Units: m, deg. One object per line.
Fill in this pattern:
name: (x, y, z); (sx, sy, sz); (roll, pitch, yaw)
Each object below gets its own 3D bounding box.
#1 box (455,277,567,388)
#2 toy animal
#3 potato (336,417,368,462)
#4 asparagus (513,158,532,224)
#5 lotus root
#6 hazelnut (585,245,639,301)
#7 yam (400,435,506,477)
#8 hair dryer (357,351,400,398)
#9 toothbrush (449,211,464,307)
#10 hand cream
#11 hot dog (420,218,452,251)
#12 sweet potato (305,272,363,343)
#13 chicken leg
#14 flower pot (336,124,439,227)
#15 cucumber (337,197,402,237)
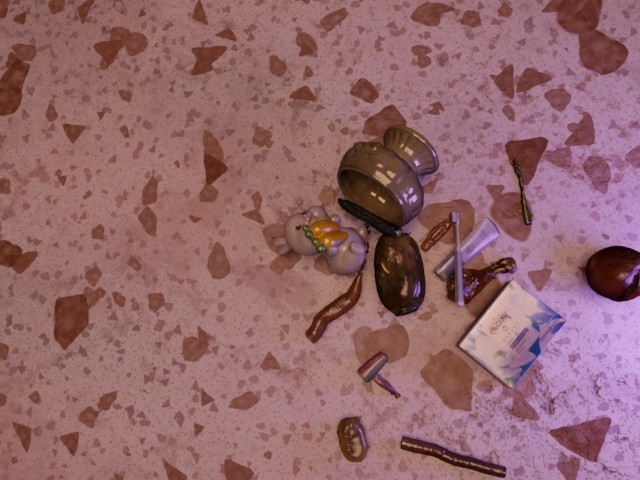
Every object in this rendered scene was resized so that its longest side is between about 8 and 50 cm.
box: (0.590, 0.290, 1.660); (0.203, 0.116, 0.274); (40, 88, 12)
toy animal: (0.002, -0.005, 1.733); (0.310, 0.247, 0.183); (17, 67, -5)
potato: (0.101, 0.636, 1.697); (0.091, 0.070, 0.138); (-14, 81, 4)
asparagus: (0.673, -0.165, 1.767); (0.022, 0.023, 0.233); (-1, 78, -38)
lotus root: (0.256, 0.108, 1.715); (0.160, 0.152, 0.275); (-7, 72, 9)
hazelnut: (0.923, 0.095, 1.616); (0.204, 0.178, 0.178); (11, 83, -7)
yam: (0.414, 0.679, 1.664); (0.326, 0.045, 0.045); (13, 52, 8)
hair dryer: (0.205, 0.452, 1.730); (0.106, 0.054, 0.154); (-39, 89, -4)
toothbrush: (0.438, 0.054, 1.697); (0.030, 0.025, 0.342); (15, 59, -19)
hand cream: (0.481, 0.032, 1.747); (0.255, 0.048, 0.079); (-42, 101, 0)
hot dog: (0.387, -0.020, 1.780); (0.137, 0.028, 0.044); (-44, 72, 1)
sweet potato: (0.057, 0.224, 1.769); (0.281, 0.059, 0.067); (-44, 91, 1)
chicken leg: (0.519, 0.123, 1.718); (0.251, 0.087, 0.107); (-24, 88, -3)
flower pot: (0.225, -0.218, 1.709); (0.307, 0.307, 0.244); (37, 71, 11)
cucumber: (0.154, -0.075, 1.723); (0.256, 0.043, 0.044); (32, 123, 30)
